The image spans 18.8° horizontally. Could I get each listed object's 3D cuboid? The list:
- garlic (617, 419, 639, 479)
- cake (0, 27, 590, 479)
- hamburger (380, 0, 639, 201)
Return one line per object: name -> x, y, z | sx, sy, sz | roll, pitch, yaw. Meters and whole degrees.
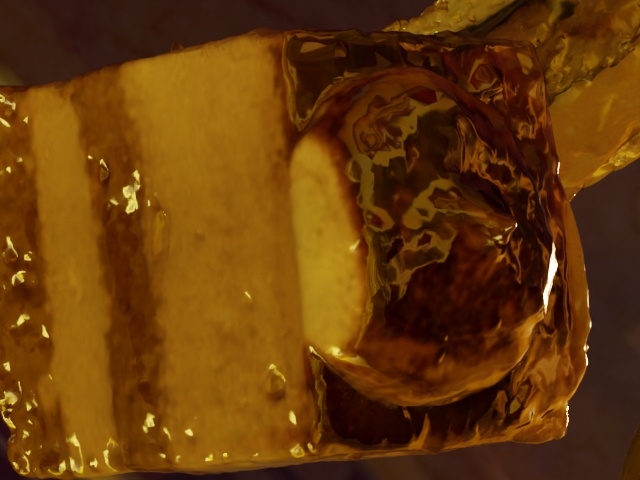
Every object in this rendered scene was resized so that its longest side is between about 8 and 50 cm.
garlic -> 0.208, 0.086, 0.670 | 0.246, 0.231, 0.340 | -33, 45, 30
cake -> 0.000, 0.000, 0.857 | 0.198, 0.196, 0.293 | -2, -5, -44
hamburger -> 0.126, -0.091, 1.062 | 0.262, 0.131, 0.124 | -33, 49, 21
